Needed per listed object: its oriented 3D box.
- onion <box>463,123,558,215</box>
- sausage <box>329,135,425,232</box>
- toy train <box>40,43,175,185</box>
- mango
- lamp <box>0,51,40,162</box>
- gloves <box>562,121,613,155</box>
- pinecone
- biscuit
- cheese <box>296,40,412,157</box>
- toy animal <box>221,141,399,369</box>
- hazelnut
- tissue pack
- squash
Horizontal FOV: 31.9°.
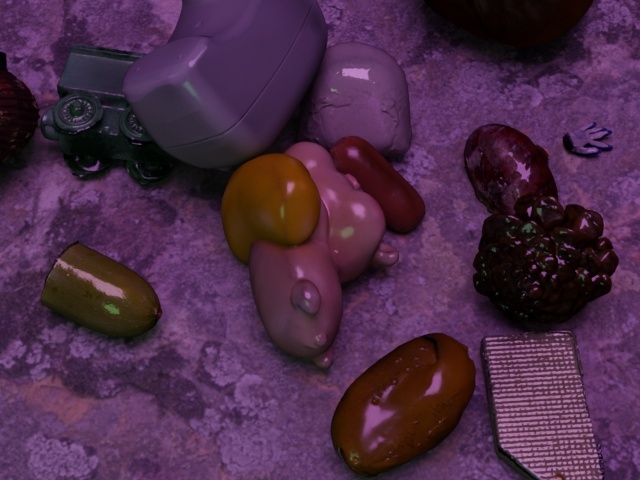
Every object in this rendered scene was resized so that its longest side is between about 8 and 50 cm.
[{"bbox_3d":[0.328,-0.125,1.872,0.151,0.098,0.206,-34,64,-17],"label":"onion"},{"bbox_3d":[0.094,-0.094,1.841,0.194,0.077,0.077,46,66,-8],"label":"sausage"},{"bbox_3d":[-0.332,-0.211,1.900,0.266,0.145,0.202,9,57,5],"label":"toy train"},{"bbox_3d":[0.125,0.242,1.629,0.248,0.156,0.151,-39,103,-19],"label":"mango"},{"bbox_3d":[-0.587,-0.202,1.853,0.247,0.247,0.247,0,59,0],"label":"lamp"},{"bbox_3d":[0.466,-0.173,1.942,0.086,0.026,0.064,-20,63,-16],"label":"gloves"},{"bbox_3d":[0.344,0.028,1.717,0.201,0.229,0.202,-6,71,-48],"label":"pinecone"},{"bbox_3d":[0.328,0.257,1.672,0.150,0.052,0.252,-6,58,1],"label":"biscuit"},{"bbox_3d":[0.061,-0.241,1.904,0.198,0.189,0.154,4,25,2],"label":"cheese"},{"bbox_3d":[0.006,-0.010,1.722,0.246,0.277,0.345,-11,56,-22],"label":"toy animal"},{"bbox_3d":[0.322,-0.507,1.971,0.372,0.372,0.315,11,98,7],"label":"hazelnut"},{"bbox_3d":[-0.134,-0.273,1.781,0.229,0.236,0.333,-7,46,44],"label":"tissue pack"},{"bbox_3d":[-0.330,0.085,1.743,0.186,0.123,0.123,23,62,10],"label":"squash"}]
